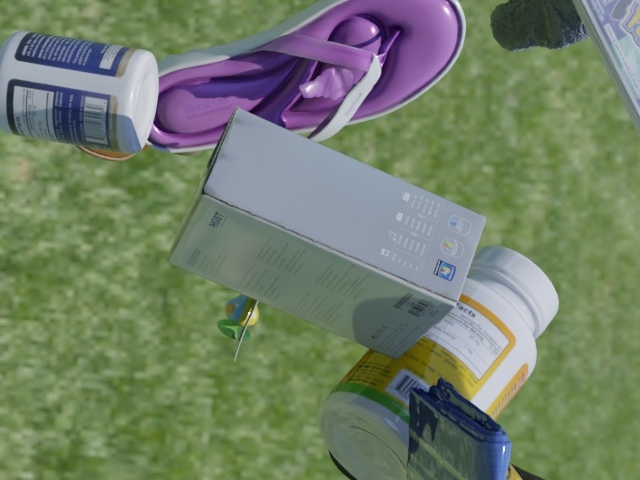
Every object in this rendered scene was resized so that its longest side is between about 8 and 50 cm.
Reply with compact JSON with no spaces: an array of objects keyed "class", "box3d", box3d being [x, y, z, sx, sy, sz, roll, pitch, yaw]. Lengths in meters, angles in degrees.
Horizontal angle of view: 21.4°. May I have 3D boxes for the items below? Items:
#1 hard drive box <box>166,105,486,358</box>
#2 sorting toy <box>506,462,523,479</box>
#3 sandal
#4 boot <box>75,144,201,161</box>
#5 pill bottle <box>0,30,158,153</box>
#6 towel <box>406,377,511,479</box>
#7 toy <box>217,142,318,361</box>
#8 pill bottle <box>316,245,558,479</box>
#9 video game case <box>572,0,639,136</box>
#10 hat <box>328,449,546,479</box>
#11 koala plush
[{"class":"hard drive box","box3d":[0.000,0.000,1.464,0.181,0.232,0.089,129,-17,-66]},{"class":"sorting toy","box3d":[0.166,0.246,1.982,0.274,0.046,0.132,14,42,-50]},{"class":"sandal","box3d":[-0.024,-0.177,1.984,0.102,0.416,0.169,-94,163,-55]},{"class":"boot","box3d":[-0.231,-0.167,2.276,0.152,0.197,0.073,126,-41,-65]},{"class":"pill bottle","box3d":[-0.236,-0.135,1.500,0.094,0.169,0.094,10,90,-82]},{"class":"towel","box3d":[0.111,0.294,1.380,0.243,0.040,0.336,-152,-117,-79]},{"class":"toy","box3d":[-0.070,0.006,1.938,0.137,0.056,0.237,-80,-171,-66]},{"class":"pill bottle","box3d":[0.120,0.121,1.614,0.245,0.136,0.136,-47,143,-29]},{"class":"video game case","box3d":[0.351,-0.184,1.571,0.201,0.183,0.023,61,-13,-9]},{"class":"hat","box3d":[0.150,0.358,2.221,0.331,0.331,0.134,-21,129,-70]},{"class":"koala plush","box3d":[0.348,-0.351,2.166,0.221,0.203,0.196,-23,114,-29]}]
